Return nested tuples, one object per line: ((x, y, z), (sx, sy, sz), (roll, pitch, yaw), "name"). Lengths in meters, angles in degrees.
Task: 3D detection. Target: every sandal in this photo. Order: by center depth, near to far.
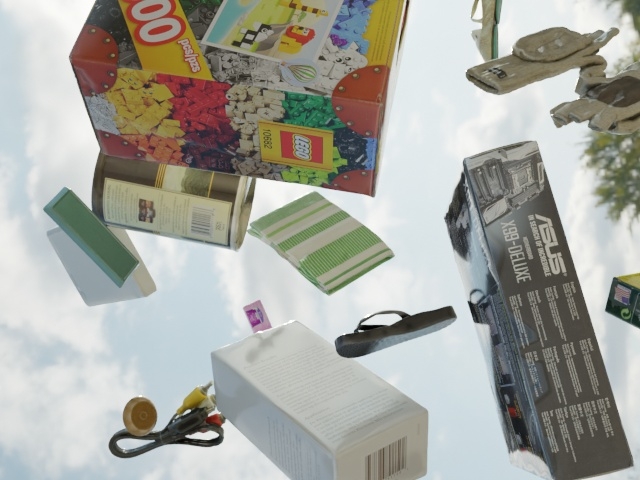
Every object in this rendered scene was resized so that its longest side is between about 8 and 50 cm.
((0.126, 0.154, 1.454), (0.254, 0.097, 0.054), (-11, -113, -33), "sandal")

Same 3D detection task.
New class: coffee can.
((-0.273, -0.100, 1.570), (0.201, 0.275, 0.201), (11, -90, -90), "coffee can")

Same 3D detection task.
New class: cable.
((-0.332, 0.432, 1.860), (0.139, 0.287, 0.072), (61, -171, -16), "cable")

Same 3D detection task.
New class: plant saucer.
((-0.392, -0.006, 1.420), (0.192, 0.018, 0.067), (51, -136, -22), "plant saucer")
((-0.375, 0.368, 1.718), (0.083, 0.015, 0.083), (13, -110, -40), "plant saucer")

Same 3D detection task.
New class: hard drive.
((-0.484, 0.041, 1.785), (0.040, 0.307, 0.203), (-35, -76, -36), "hard drive")

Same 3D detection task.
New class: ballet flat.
((0.286, -0.370, 1.416), (0.057, 0.052, 0.168), (43, -128, -62), "ballet flat")

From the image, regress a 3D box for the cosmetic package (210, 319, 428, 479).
((-0.014, 0.346, 1.667), (0.230, 0.453, 0.161), (-17, -62, -31), "cosmetic package")

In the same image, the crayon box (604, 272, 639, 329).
((0.734, 0.123, 1.570), (0.318, 0.202, 0.081), (-6, -67, -31), "crayon box")

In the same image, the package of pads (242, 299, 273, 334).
((-0.156, 0.194, 2.030), (0.032, 0.050, 0.083), (83, 163, -72), "package of pads")

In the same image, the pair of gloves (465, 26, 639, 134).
((0.325, -0.198, 0.994), (0.204, 0.240, 0.042), (-32, -50, -21), "pair of gloves")

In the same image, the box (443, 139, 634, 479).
((0.208, 0.080, 0.842), (0.242, 0.076, 0.307), (72, -175, -77), "box")

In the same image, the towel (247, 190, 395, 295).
((0.000, 0.000, 2.090), (0.248, 0.325, 0.038), (-29, -42, -31), "towel")

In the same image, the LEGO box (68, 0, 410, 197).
((-0.065, -0.333, 1.116), (0.193, 0.372, 0.500), (90, -170, -58), "LEGO box")
